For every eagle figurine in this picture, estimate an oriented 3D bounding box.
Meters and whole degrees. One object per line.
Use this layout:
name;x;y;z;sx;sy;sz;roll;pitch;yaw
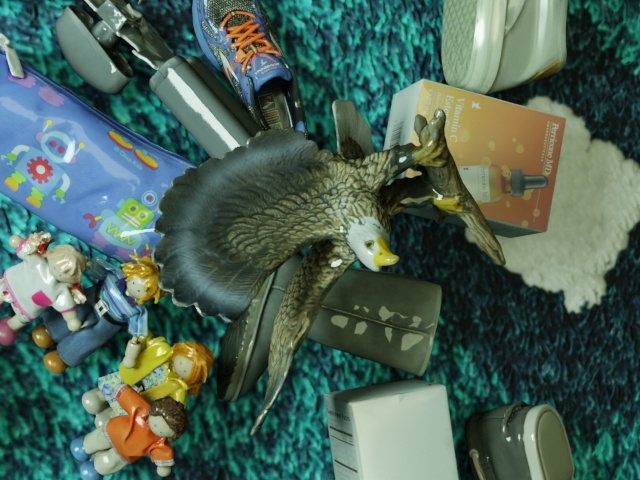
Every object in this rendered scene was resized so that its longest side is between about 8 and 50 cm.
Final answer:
eagle figurine;0.002;0.000;1.031;0.298;0.225;0.226;-33;83;-5

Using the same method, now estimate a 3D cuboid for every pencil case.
pencil case;-0.239;-0.082;1.086;0.306;0.119;0.133;34;120;-12

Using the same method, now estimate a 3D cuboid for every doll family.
doll family;-0.192;0.093;1.075;0.263;0.163;0.118;57;32;-3

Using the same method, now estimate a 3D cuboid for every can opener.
can opener;-0.150;-0.138;1.128;0.095;0.076;0.283;-43;84;18

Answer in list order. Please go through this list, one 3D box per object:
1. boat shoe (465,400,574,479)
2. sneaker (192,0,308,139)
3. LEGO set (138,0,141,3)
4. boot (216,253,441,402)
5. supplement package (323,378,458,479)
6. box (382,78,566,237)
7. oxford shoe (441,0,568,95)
boat shoe;0.235;0.336;1.221;0.112;0.095;0.335;-16;96;-52
sneaker;-0.062;-0.178;1.162;0.083;0.087;0.221;-27;94;-16
LEGO set;-0.185;-0.277;1.167;0.083;0.023;0.054;-34;95;-15
boot;0.011;0.104;1.180;0.208;0.076;0.190;22;83;-20
supplement package;0.076;0.240;1.164;0.105;0.105;0.179;-7;89;-15
box;0.159;-0.085;1.215;0.170;0.091;0.130;12;83;-14
oxford shoe;0.220;-0.375;1.216;0.130;0.169;0.449;4;92;-12
